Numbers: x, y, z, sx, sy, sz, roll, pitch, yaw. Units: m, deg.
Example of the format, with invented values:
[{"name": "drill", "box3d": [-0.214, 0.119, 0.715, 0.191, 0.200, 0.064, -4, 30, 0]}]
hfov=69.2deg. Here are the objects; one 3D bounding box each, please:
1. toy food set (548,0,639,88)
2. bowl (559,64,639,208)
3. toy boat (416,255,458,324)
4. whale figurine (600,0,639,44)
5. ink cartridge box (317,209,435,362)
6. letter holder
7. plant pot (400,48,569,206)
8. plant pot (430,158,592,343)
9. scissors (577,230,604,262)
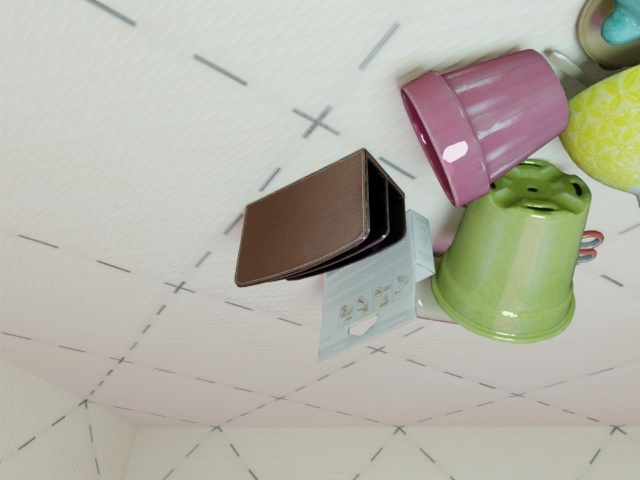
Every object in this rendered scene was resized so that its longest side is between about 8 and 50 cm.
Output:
[{"name": "toy food set", "box3d": [0.410, -0.288, 0.608, 0.132, 0.038, 0.192, 33, 135, -8]}, {"name": "bowl", "box3d": [0.488, -0.127, 0.630, 0.290, 0.156, 0.289, -4, 173, -1]}, {"name": "toy boat", "box3d": [0.299, 0.122, 1.135, 0.231, 0.151, 0.151, 11, 174, -9]}, {"name": "whale figurine", "box3d": [0.360, -0.307, 0.482, 0.272, 0.141, 0.216, 18, 135, 7]}, {"name": "ink cartridge box", "box3d": [0.113, 0.111, 1.002, 0.066, 0.261, 0.296, 27, 139, -28]}, {"name": "letter holder", "box3d": [0.000, 0.000, 0.897, 0.302, 0.214, 0.152, -22, 137, 30]}, {"name": "plant pot", "box3d": [0.238, -0.174, 0.673, 0.180, 0.201, 0.201, -26, 137, 12]}, {"name": "plant pot", "box3d": [0.357, 0.001, 0.851, 0.276, 0.276, 0.254, 1, 130, 4]}, {"name": "scissors", "box3d": [0.478, 0.009, 1.033, 0.297, 0.021, 0.109, 3, 144, -1]}]
